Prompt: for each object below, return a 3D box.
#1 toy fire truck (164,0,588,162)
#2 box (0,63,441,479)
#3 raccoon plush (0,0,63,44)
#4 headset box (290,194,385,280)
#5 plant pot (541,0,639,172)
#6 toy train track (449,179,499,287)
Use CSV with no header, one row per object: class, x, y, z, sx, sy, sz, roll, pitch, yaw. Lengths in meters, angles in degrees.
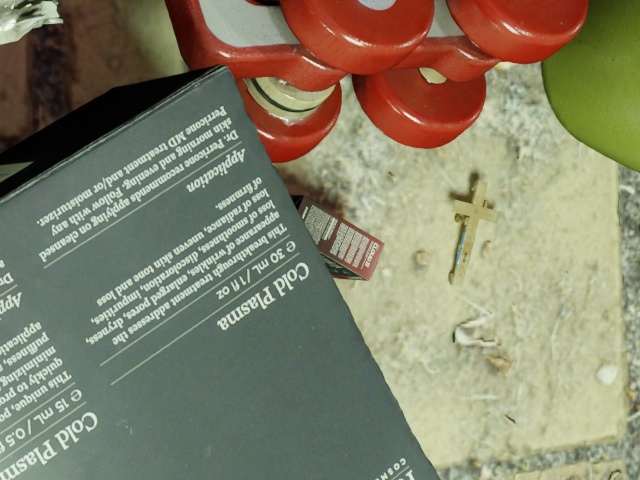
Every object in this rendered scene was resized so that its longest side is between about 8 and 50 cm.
toy fire truck,0.022,-0.205,1.059,0.302,0.169,0.253,-7,70,-30
box,-0.154,0.113,0.935,0.343,0.179,0.312,-34,106,-25
raccoon plush,-0.261,-0.262,0.795,0.216,0.299,0.446,-6,94,-29
headset box,0.000,0.000,1.087,0.083,0.062,0.032,29,78,-26
plant pot,0.308,-0.139,1.129,0.275,0.293,0.274,-1,91,-29
toy train track,0.112,-0.006,1.181,0.048,0.014,0.083,14,90,-37
